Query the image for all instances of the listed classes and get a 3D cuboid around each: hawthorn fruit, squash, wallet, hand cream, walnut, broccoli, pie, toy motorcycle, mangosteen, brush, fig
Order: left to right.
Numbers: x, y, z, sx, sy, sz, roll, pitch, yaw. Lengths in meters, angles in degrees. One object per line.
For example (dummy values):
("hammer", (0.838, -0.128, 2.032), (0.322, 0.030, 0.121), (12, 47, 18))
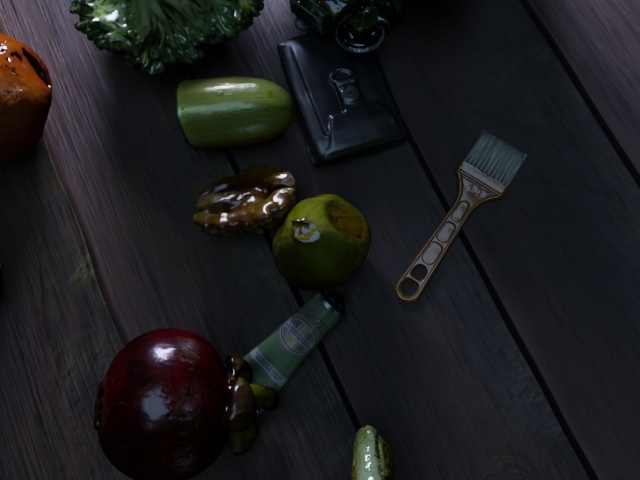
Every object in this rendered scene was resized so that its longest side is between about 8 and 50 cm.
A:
("hawthorn fruit", (-0.577, -0.211, 0.888), (0.211, 0.211, 0.299), (31, 42, 11))
("broccoli", (-0.251, -0.449, 0.922), (0.324, 0.272, 0.334), (-10, 75, -21))
("mangosteen", (-0.184, 0.236, 0.799), (0.258, 0.215, 0.215), (10, 79, -20))
("squash", (-0.131, -0.208, 0.914), (0.187, 0.123, 0.122), (-3, 79, 3))
("walnut", (-0.117, -0.059, 0.899), (0.170, 0.069, 0.142), (-11, 42, 7))
("hand cream", (-0.049, 0.166, 0.868), (0.235, 0.055, 0.086), (-45, 75, 4))
("fig", (0.000, 0.000, 0.835), (0.154, 0.165, 0.144), (-17, 82, 2))
("toy motorcycle", (0.030, -0.432, 0.937), (0.275, 0.124, 0.187), (41, 77, 17))
("wallet", (0.032, -0.254, 0.944), (0.169, 0.052, 0.245), (-17, 76, -3))
("pie", (0.068, 0.381, 0.710), (0.079, 0.277, 0.276), (6, 80, 4))
("brush", (0.214, -0.032, 0.897), (0.090, 0.017, 0.314), (34, 85, 11))
